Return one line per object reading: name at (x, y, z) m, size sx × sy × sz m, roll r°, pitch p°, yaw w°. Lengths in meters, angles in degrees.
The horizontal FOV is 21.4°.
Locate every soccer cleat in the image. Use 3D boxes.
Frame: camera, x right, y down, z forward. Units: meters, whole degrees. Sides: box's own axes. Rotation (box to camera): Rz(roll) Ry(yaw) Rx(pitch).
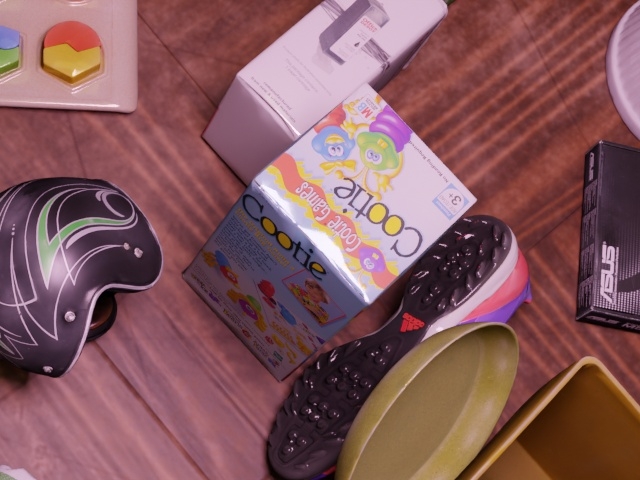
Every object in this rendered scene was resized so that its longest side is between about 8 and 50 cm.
soccer cleat at (0.084, 0.120, 1.594) m, size 0.318 × 0.108 × 0.116 m, roll -47°, pitch 134°, yaw -13°

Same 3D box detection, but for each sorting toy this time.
sorting toy at (-0.276, -0.220, 1.624) m, size 0.208 × 0.038 × 0.193 m, roll 3°, pitch 71°, yaw -17°

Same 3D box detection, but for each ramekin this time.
ramekin at (0.417, -0.189, 1.792) m, size 0.207 × 0.109 × 0.207 m, roll 5°, pitch 70°, yaw -15°

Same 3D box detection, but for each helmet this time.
helmet at (-0.237, 0.031, 1.487) m, size 0.161 × 0.169 × 0.169 m, roll -26°, pitch 81°, yaw -39°

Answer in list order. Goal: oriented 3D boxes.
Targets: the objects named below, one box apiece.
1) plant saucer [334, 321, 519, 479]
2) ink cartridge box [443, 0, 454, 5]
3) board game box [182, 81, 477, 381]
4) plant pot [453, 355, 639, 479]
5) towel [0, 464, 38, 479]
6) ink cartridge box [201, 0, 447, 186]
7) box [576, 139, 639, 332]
plant saucer at (0.089, 0.167, 1.523) m, size 0.037 × 0.241 × 0.241 m, roll 36°, pitch 62°, yaw 28°
ink cartridge box at (0.096, -0.348, 1.770) m, size 0.109 × 0.062 × 0.209 m, roll -38°, pitch 86°, yaw -24°
board game box at (0.000, 0.000, 1.507) m, size 0.144 × 0.275 × 0.142 m, roll 47°, pitch 66°, yaw 1°
plant pot at (0.204, 0.259, 1.524) m, size 0.212 × 0.187 × 0.212 m, roll -44°, pitch 95°, yaw -21°
towel at (-0.260, 0.380, 1.432) m, size 0.248 × 0.038 × 0.325 m, roll 32°, pitch 68°, yaw -3°
ink cartridge box at (0.004, -0.161, 1.626) m, size 0.218 × 0.158 × 0.092 m, roll -41°, pitch 87°, yaw -25°
box at (0.358, 0.006, 1.744) m, size 0.184 × 0.045 × 0.190 m, roll 14°, pitch 68°, yaw -15°
